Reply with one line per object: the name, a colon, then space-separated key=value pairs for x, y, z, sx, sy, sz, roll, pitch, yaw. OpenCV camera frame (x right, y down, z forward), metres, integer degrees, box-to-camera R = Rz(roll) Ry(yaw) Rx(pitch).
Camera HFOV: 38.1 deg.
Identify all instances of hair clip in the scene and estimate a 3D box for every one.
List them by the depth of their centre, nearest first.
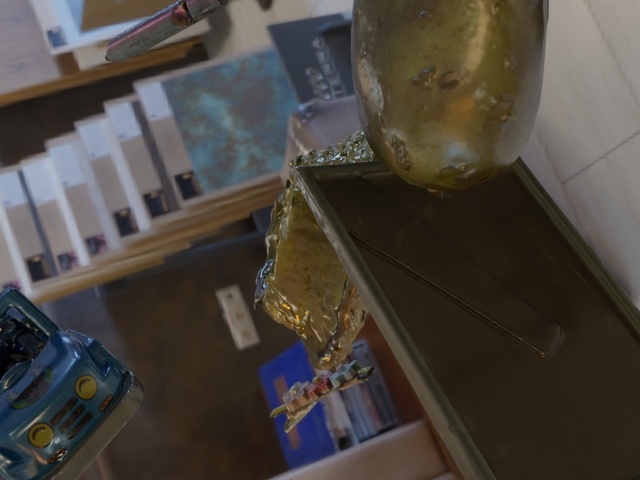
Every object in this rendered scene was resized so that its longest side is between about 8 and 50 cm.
hair clip: x=-0.004 y=0.236 z=1.462 sx=0.056 sy=0.062 sz=0.214 roll=47 pitch=122 yaw=-6

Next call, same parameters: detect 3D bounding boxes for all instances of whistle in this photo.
whistle: x=-0.176 y=-0.246 z=1.054 sx=0.176 sy=0.033 sz=0.033 roll=-20 pitch=87 yaw=30

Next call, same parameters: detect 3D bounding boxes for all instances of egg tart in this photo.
egg tart: x=0.000 y=0.000 z=1.211 sx=0.345 sy=0.132 sz=0.345 roll=-167 pitch=90 yaw=-82

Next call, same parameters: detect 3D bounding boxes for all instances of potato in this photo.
potato: x=0.114 y=-0.189 z=0.823 sx=0.173 sy=0.210 sz=0.307 roll=3 pitch=96 yaw=19

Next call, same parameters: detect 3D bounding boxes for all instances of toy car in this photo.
toy car: x=-0.207 y=0.090 z=0.607 sx=0.191 sy=0.097 sz=0.100 roll=9 pitch=142 yaw=50

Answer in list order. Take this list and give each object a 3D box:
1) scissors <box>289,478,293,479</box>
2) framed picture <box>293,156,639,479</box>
scissors: x=-0.067 y=0.276 z=0.431 sx=0.029 sy=0.360 sz=0.191 roll=26 pitch=144 yaw=-5
framed picture: x=0.198 y=0.074 z=0.964 sx=0.446 sy=0.326 sz=0.028 roll=61 pitch=142 yaw=31
